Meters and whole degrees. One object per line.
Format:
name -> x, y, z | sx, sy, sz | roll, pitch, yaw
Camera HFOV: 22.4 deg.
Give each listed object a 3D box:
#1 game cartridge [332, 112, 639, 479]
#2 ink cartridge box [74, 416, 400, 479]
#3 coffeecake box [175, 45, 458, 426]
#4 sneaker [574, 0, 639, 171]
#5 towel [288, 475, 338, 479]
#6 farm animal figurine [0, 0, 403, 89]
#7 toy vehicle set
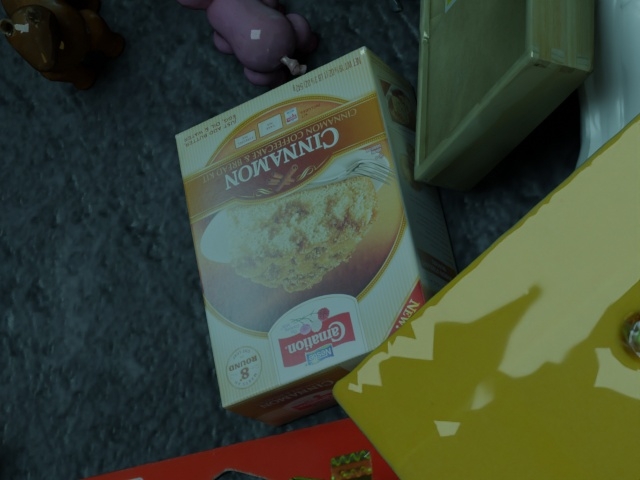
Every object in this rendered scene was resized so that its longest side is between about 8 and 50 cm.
game cartridge -> 0.209, 0.103, 0.771 | 0.285, 0.052, 0.324 | -42, 79, 13
ink cartridge box -> -0.060, 0.232, 0.946 | 0.275, 0.060, 0.239 | -16, 68, 27
coffeecake box -> 0.000, 0.000, 0.979 | 0.142, 0.068, 0.186 | -23, 64, 23
sneaker -> 0.198, -0.064, 0.873 | 0.129, 0.111, 0.297 | 4, 83, 20
towel -> 0.091, 0.183, 0.845 | 0.237, 0.021, 0.102 | 4, 71, 14
farm animal figurine -> -0.108, -0.257, 1.066 | 0.330, 0.172, 0.327 | -16, 66, 26
toy vehicle set -> 0.103, -0.182, 0.923 | 0.166, 0.035, 0.267 | 133, 144, -64
